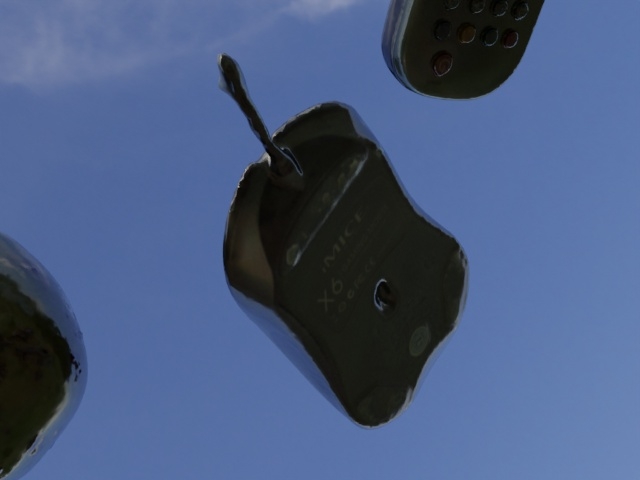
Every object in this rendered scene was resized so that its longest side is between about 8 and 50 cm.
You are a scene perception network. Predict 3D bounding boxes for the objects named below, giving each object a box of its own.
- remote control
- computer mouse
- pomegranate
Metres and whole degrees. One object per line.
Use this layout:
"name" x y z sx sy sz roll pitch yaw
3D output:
"remote control" 0.075 -0.164 0.422 0.072 0.042 0.221 -1 -66 -34
"computer mouse" 0.000 0.000 0.754 0.167 0.090 0.379 -54 -40 -21
"pomegranate" -0.248 0.061 0.677 0.179 0.179 0.210 -29 -42 -16
